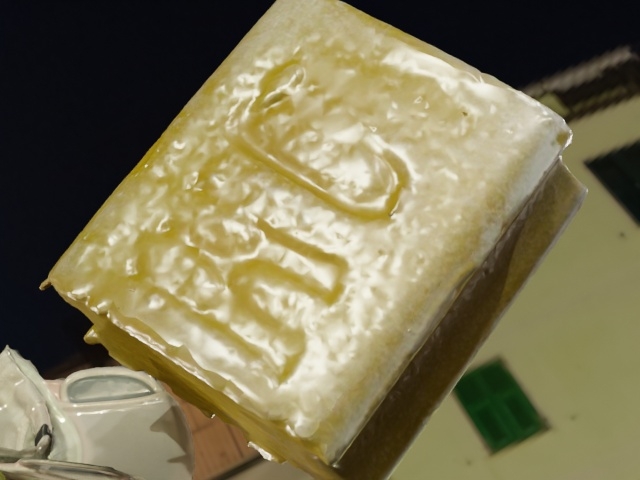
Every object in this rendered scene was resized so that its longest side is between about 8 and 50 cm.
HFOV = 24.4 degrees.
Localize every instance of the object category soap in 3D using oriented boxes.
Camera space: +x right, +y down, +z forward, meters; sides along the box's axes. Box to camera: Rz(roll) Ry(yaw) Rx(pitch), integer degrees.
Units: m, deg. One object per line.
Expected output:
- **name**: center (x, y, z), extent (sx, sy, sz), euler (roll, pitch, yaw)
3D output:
- **soap**: center (0.000, 0.000, 1.165), extent (0.335, 0.293, 0.156), euler (-51, -30, -14)

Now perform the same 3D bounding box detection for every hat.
- **hat**: center (-0.230, 0.195, 1.269), extent (0.226, 0.219, 0.164), euler (26, -71, -2)

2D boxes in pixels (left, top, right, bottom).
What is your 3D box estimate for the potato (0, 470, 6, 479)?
- **potato**: center (-0.224, 0.129, 0.786), extent (0.105, 0.188, 0.085), euler (28, -83, -46)
